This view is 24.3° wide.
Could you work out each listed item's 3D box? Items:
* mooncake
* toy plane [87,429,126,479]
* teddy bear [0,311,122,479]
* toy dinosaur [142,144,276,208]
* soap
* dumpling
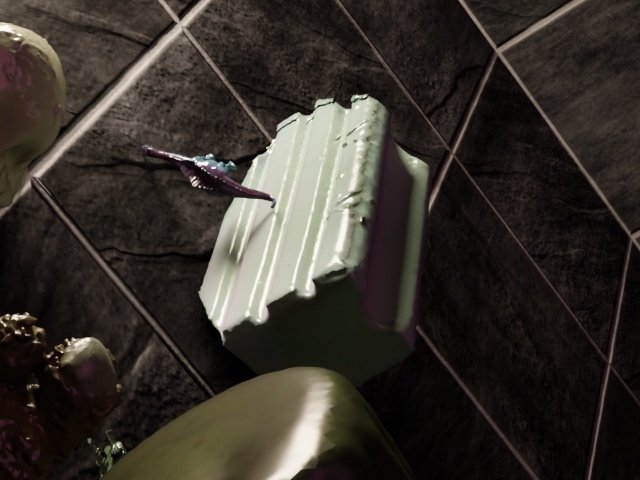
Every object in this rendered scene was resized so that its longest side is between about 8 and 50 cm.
[{"bbox_3d":[-0.077,0.279,1.399,0.187,0.351,0.351,57,28,-15],"label":"mooncake"},{"bbox_3d":[-0.213,0.237,1.533,0.080,0.033,0.083,55,26,-39],"label":"toy plane"},{"bbox_3d":[-0.336,0.148,1.299,0.256,0.156,0.267,48,60,-28],"label":"teddy bear"},{"bbox_3d":[-0.135,-0.079,1.856,0.197,0.045,0.080,25,15,19],"label":"toy dinosaur"},{"bbox_3d":[0.000,0.000,1.855,0.156,0.261,0.446,45,31,-24],"label":"soap"},{"bbox_3d":[-0.342,-0.131,1.570,0.258,0.147,0.193,3,80,-83],"label":"dumpling"}]
